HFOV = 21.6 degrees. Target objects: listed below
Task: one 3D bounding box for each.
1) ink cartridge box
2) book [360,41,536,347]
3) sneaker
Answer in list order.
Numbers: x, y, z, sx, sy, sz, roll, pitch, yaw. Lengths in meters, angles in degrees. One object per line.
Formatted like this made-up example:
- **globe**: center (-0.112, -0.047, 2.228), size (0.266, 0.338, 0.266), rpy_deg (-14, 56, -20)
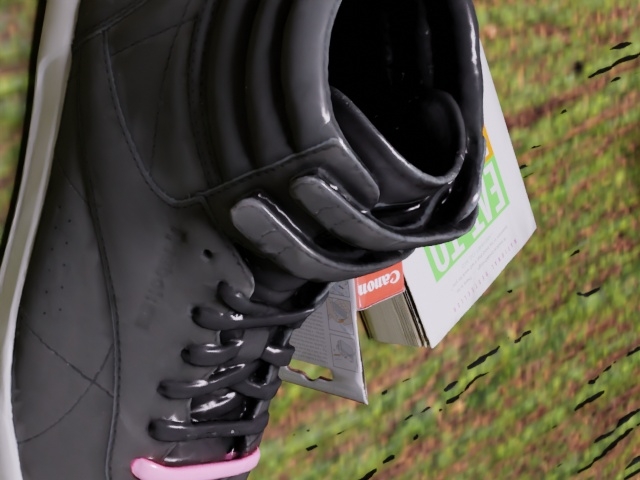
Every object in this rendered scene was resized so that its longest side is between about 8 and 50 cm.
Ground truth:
- **ink cartridge box**: center (0.000, 0.000, 0.641), size (0.029, 0.063, 0.115), rpy_deg (-22, 114, -41)
- **book**: center (0.039, -0.042, 0.698), size (0.096, 0.035, 0.144), rpy_deg (-42, 123, -36)
- **sneaker**: center (-0.027, 0.018, 0.560), size (0.104, 0.147, 0.296), rpy_deg (-1, 100, -46)
